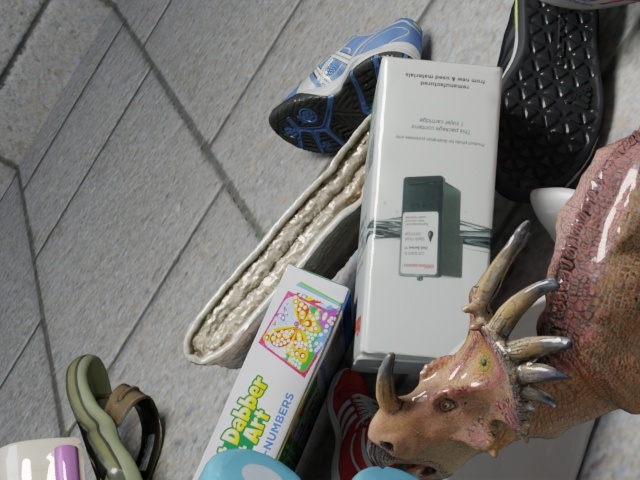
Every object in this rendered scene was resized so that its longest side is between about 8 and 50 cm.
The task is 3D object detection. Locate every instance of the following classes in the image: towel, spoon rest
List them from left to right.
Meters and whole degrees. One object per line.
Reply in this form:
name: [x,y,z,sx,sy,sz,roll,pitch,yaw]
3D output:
towel: [0.000,0.000,1.167,0.282,0.049,0.187,-49,-10,-1]
spoon rest: [0.139,0.070,0.870,0.084,0.137,0.276,-13,37,39]

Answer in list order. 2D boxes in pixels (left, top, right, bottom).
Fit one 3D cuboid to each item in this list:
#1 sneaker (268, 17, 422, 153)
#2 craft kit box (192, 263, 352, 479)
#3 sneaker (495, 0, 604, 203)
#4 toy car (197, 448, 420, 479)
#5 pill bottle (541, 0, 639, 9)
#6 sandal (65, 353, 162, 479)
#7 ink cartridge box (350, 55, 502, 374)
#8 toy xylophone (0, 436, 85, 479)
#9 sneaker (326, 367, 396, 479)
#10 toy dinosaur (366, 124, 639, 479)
sneaker: [0.031,-0.156,1.414,0.211,0.080,0.081,-24,35,41]
craft kit box: [-0.045,0.159,1.072,0.250,0.061,0.247,82,-152,-77]
sneaker: [0.177,-0.119,1.085,0.097,0.084,0.235,99,-174,-63]
toy car: [-0.004,0.287,0.826,0.219,0.210,0.238,-64,33,21]
pill bottle: [0.266,-0.277,0.848,0.229,0.229,0.407,-65,23,-9]
sandal: [-0.206,0.211,1.461,0.086,0.120,0.303,-19,24,-12]
ink cartridge box: [0.073,-0.010,0.990,0.153,0.086,0.208,99,176,-82]
toy xylophone: [-0.347,0.351,1.534,0.322,0.081,0.236,-35,55,56]
sneaker: [0.038,0.140,1.083,0.067,0.042,0.118,-46,33,39]
toy dinosaur: [0.163,0.016,0.761,0.127,0.200,0.296,-8,56,62]
